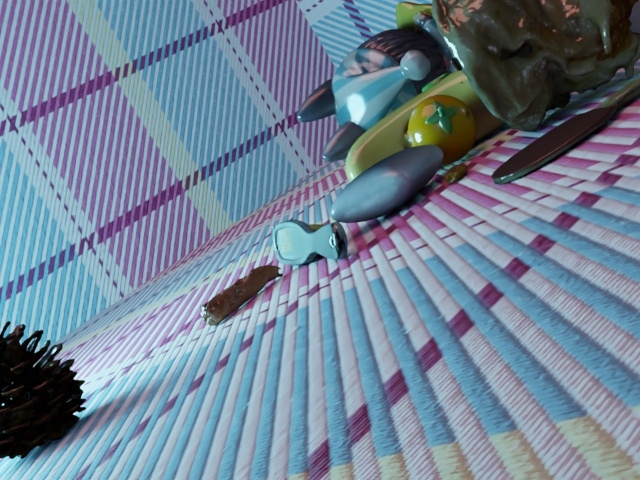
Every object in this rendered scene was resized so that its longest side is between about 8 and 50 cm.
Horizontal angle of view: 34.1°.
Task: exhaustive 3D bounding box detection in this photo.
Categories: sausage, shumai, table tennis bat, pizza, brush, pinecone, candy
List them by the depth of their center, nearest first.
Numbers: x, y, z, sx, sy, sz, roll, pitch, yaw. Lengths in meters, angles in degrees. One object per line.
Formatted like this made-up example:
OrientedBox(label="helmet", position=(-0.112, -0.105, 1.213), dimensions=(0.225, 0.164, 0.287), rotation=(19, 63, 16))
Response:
OrientedBox(label="table tennis bat", position=(0.304, -0.134, 1.204), dimensions=(0.246, 0.022, 0.138), rotation=(-34, 7, -4))
OrientedBox(label="pinecone", position=(-0.386, 0.184, 1.333), dimensions=(0.163, 0.165, 0.163), rotation=(-18, 7, 2))
OrientedBox(label="shumai", position=(0.317, -0.320, 1.443), dimensions=(0.262, 0.267, 0.314), rotation=(-32, 12, 20))
OrientedBox(label="pizza", position=(0.187, -0.093, 1.449), dimensions=(0.037, 0.016, 0.083), rotation=(-36, 6, 18))
OrientedBox(label="brush", position=(0.000, 0.000, 1.476), dimensions=(0.060, 0.068, 0.297), rotation=(-11, 3, -19))
OrientedBox(label="sausage", position=(-0.114, 0.075, 1.496), dimensions=(0.158, 0.042, 0.036), rotation=(-35, -31, -44))
OrientedBox(label="candy", position=(0.099, -0.082, 1.522), dimensions=(0.138, 0.071, 0.174), rotation=(-26, 5, 30))

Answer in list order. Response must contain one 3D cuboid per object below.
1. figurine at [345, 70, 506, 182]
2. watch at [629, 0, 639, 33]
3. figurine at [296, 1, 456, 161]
OrientedBox(label="figurine", position=(0.186, -0.177, 1.665), dimensions=(0.324, 0.124, 0.222), rotation=(-32, 10, -9))
OrientedBox(label="watch", position=(0.476, -0.409, 1.656), dimensions=(0.231, 0.196, 0.244), rotation=(-31, 50, -16))
OrientedBox(label="figurine", position=(0.164, -0.235, 1.887), dimensions=(0.377, 0.266, 0.361), rotation=(-45, 25, -22))
